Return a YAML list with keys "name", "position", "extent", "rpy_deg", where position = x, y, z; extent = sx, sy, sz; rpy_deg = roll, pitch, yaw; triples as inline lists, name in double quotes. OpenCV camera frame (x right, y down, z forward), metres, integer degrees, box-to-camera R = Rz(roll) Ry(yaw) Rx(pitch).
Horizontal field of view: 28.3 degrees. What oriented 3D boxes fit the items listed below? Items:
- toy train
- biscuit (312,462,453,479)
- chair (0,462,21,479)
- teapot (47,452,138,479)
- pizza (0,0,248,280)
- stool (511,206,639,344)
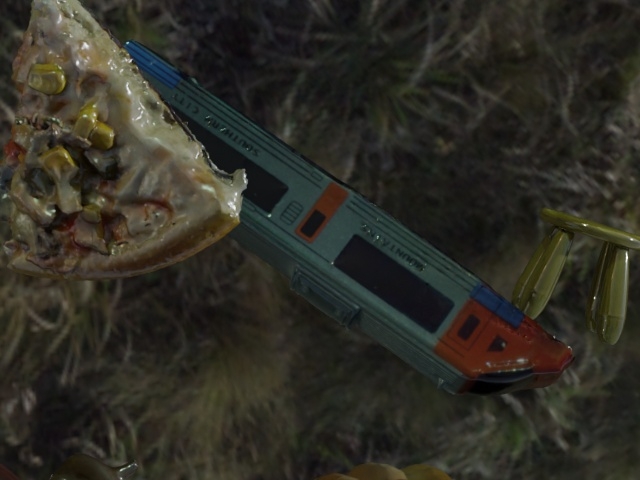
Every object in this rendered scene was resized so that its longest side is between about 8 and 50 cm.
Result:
- name: "toy train"
  position: [0.000, 0.000, 0.956]
  extent: [0.409, 0.086, 0.089]
  rpy_deg: [36, 77, 8]
- name: "biscuit"
  position: [0.083, 0.338, 1.132]
  extent: [0.325, 0.326, 0.107]
  rpy_deg: [-3, 141, -17]
- name: "chair"
  position: [-0.160, 0.307, 0.723]
  extent: [0.226, 0.226, 0.401]
  rpy_deg: [9, 87, -24]
- name: "teapot"
  position: [-0.199, 0.235, 1.081]
  extent: [0.121, 0.068, 0.076]
  rpy_deg: [-61, 166, -11]
- name: "pizza"
  position: [-0.148, -0.068, 0.805]
  extent: [0.185, 0.052, 0.195]
  rpy_deg: [-13, 99, 18]
- name: "stool"
  position: [0.257, 0.033, 1.264]
  extent: [0.134, 0.135, 0.111]
  rpy_deg: [11, 98, -43]
